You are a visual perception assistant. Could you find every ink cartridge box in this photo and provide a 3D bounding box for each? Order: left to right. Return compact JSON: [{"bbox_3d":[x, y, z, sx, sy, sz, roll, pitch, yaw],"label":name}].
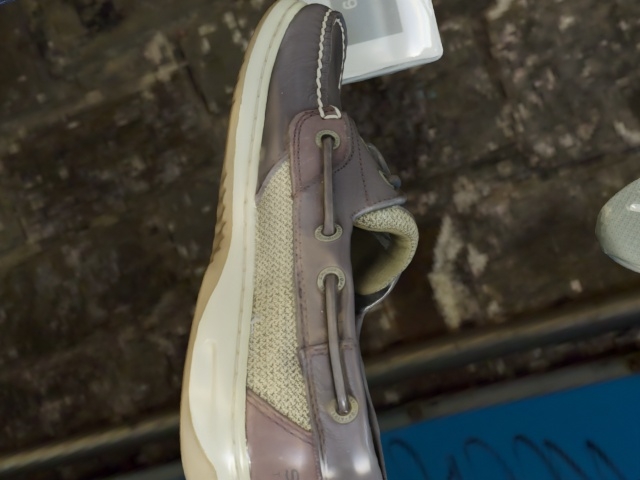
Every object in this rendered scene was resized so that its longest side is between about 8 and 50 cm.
[{"bbox_3d":[0.006,-0.278,0.906,0.091,0.308,0.385,-14,-172,4],"label":"ink cartridge box"}]

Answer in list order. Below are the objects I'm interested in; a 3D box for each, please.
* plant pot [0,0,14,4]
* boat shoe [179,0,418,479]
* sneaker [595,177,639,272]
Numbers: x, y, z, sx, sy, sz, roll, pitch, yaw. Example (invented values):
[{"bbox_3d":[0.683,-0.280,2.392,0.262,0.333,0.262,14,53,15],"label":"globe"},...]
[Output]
[{"bbox_3d":[-0.244,-0.270,0.798,0.236,0.236,0.212,-20,-160,-30],"label":"plant pot"},{"bbox_3d":[0.000,0.000,0.557,0.092,0.103,0.285,1,-128,8],"label":"boat shoe"},{"bbox_3d":[0.190,-0.004,0.516,0.152,0.053,0.061,-5,163,-11],"label":"sneaker"}]
